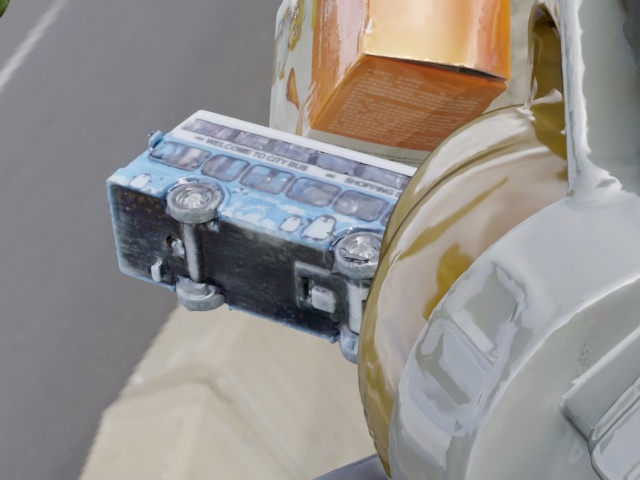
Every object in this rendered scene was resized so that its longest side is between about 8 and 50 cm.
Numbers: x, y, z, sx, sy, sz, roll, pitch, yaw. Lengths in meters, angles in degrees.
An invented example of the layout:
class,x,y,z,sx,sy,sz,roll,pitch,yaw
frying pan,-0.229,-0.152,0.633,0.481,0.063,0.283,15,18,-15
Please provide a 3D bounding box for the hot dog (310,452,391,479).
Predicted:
class,x,y,z,sx,sy,sz,roll,pitch,yaw
hot dog,0.173,0.122,0.846,0.326,0.107,0.194,-26,-12,29

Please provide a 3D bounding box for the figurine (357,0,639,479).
class,x,y,z,sx,sy,sz,roll,pitch,yaw
figurine,0.099,0.044,0.462,0.342,0.167,0.285,-68,22,12

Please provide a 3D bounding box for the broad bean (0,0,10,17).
class,x,y,z,sx,sy,sz,roll,pitch,yaw
broad bean,-0.146,-0.243,0.639,0.292,0.144,0.049,-66,15,3

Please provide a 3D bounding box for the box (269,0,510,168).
class,x,y,z,sx,sy,sz,roll,pitch,yaw
box,0.059,-0.190,1.446,0.341,0.143,0.225,132,144,-64

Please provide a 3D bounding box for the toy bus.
class,x,y,z,sx,sy,sz,roll,pitch,yaw
toy bus,0.000,0.000,1.098,0.297,0.106,0.131,17,43,23
